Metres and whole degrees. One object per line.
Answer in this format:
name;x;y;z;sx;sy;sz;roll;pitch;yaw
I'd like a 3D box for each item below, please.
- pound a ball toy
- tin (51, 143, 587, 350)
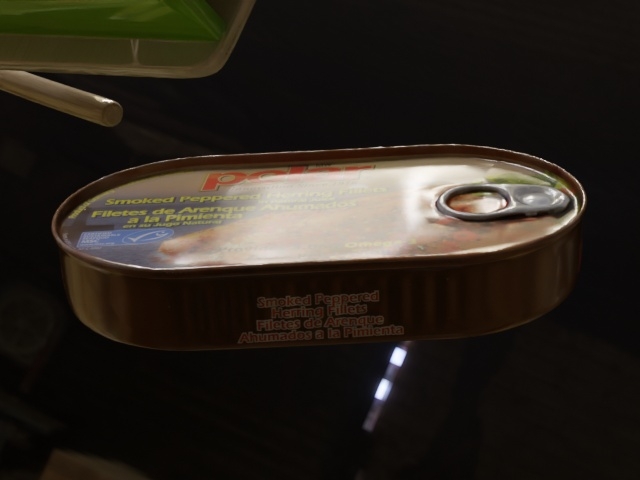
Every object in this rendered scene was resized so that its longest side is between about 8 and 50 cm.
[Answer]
pound a ball toy;-0.165;-0.167;0.808;0.319;0.136;0.208;8;-21;37
tin;0.000;0.000;0.496;0.189;0.040;0.106;-3;28;2
